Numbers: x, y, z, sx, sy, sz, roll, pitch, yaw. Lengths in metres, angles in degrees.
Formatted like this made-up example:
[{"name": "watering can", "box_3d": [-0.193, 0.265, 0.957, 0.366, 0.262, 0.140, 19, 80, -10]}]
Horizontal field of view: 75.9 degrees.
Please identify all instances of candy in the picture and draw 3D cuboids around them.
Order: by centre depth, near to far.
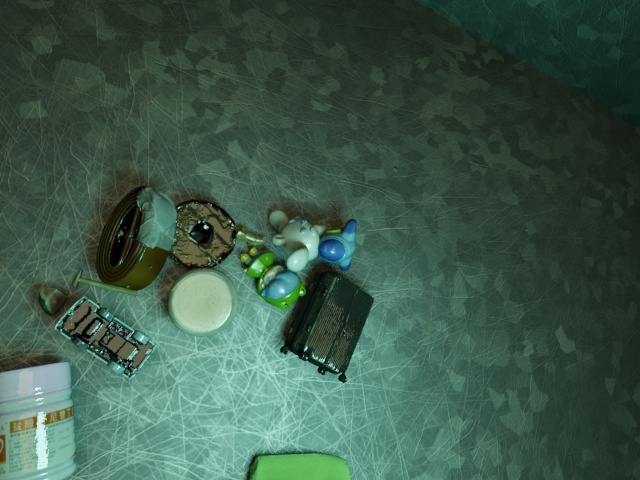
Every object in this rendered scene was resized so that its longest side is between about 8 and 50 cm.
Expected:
[{"name": "candy", "box_3d": [-0.067, 0.797, 1.372, 0.344, 0.131, 0.142, 10, 30, -17]}]

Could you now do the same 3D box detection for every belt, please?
[{"name": "belt", "box_3d": [-0.602, -0.010, 1.352, 0.218, 0.122, 0.338, 11, 77, 25]}]

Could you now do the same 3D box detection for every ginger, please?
[{"name": "ginger", "box_3d": [-0.277, -0.017, 1.561, 0.137, 0.044, 0.057, 28, 51, -11]}]

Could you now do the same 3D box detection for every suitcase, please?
[{"name": "suitcase", "box_3d": [0.037, 0.302, 1.484, 0.230, 0.152, 0.334, 38, 66, -30]}]

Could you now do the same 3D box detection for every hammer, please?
[{"name": "hammer", "box_3d": [-0.721, 0.152, 1.387, 0.199, 0.013, 0.062, 17, 72, -13]}]

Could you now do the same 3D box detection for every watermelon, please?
[{"name": "watermelon", "box_3d": [-0.846, 0.193, 1.295, 0.072, 0.084, 0.092, -27, 65, -14]}]

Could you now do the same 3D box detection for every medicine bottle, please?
[{"name": "medicine bottle", "box_3d": [-0.812, 0.517, 1.158, 0.203, 0.202, 0.315, -7, 79, -19]}]

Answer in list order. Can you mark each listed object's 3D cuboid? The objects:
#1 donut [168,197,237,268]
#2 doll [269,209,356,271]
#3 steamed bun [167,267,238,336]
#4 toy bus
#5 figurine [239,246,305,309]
[{"name": "donut", "box_3d": [-0.435, -0.019, 1.478, 0.270, 0.103, 0.269, 4, 77, -17]}, {"name": "doll", "box_3d": [0.003, -0.006, 1.503, 0.366, 0.187, 0.375, 4, 44, -21]}, {"name": "steamed bun", "box_3d": [-0.399, 0.210, 1.403, 0.232, 0.145, 0.231, 2, 79, -12]}, {"name": "toy bus", "box_3d": [-0.658, 0.306, 1.283, 0.271, 0.165, 0.133, 37, 67, -5]}, {"name": "figurine", "box_3d": [-0.178, 0.132, 1.508, 0.263, 0.143, 0.162, 42, 59, 15]}]
